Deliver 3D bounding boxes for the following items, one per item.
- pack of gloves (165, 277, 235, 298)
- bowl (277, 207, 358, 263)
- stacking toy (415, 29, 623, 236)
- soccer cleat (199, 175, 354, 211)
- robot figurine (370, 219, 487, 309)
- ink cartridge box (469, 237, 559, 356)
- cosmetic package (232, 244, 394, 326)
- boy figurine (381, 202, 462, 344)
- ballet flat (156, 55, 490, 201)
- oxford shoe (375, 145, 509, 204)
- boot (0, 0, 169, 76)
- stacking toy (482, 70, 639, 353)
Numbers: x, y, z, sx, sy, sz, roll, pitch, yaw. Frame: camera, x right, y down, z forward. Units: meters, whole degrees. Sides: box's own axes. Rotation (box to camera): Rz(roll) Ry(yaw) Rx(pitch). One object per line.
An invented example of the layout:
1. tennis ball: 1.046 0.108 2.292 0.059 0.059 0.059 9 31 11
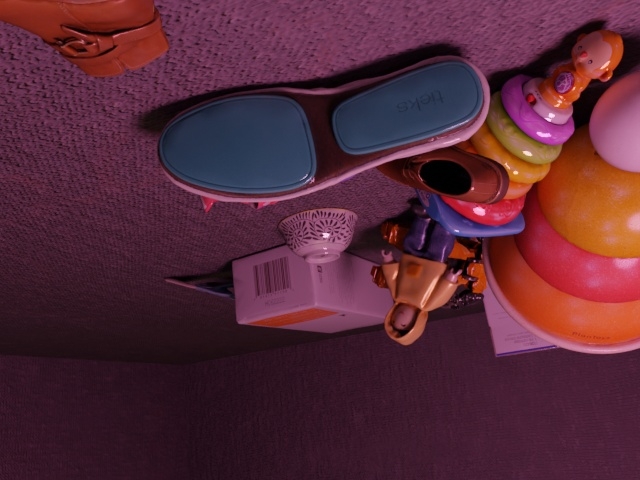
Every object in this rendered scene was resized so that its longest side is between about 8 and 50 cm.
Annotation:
1. pack of gloves: -0.255 0.126 1.444 0.231 0.046 0.195 12 171 21
2. bowl: 0.000 0.000 1.135 0.169 0.080 0.170 -8 163 -2
3. stacking toy: 0.262 -0.145 0.709 0.165 0.175 0.302 -1 151 -28
4. soccer cleat: -0.059 -0.088 0.803 0.247 0.095 0.083 -1 162 -18
5. robot figurine: 0.267 0.045 1.234 0.290 0.211 0.085 8 -166 -21
6. ink cartridge box: 0.525 0.095 1.272 0.303 0.308 0.072 -12 163 16
7. cosmetic package: 0.000 0.137 1.436 0.229 0.162 0.453 -17 161 28
8. boy figurine: 0.191 0.070 1.104 0.177 0.286 0.092 23 -170 34
9. ballet flat: 0.004 -0.128 0.683 0.399 0.139 0.139 -11 162 8
10. oxford shoe: 0.133 -0.099 0.708 0.076 0.076 0.212 -4 -161 -39
11. boot: -0.236 -0.187 0.461 0.196 0.073 0.152 -6 167 3
12. stacking toy: 0.432 -0.061 0.797 0.350 0.351 0.480 -10 152 7
